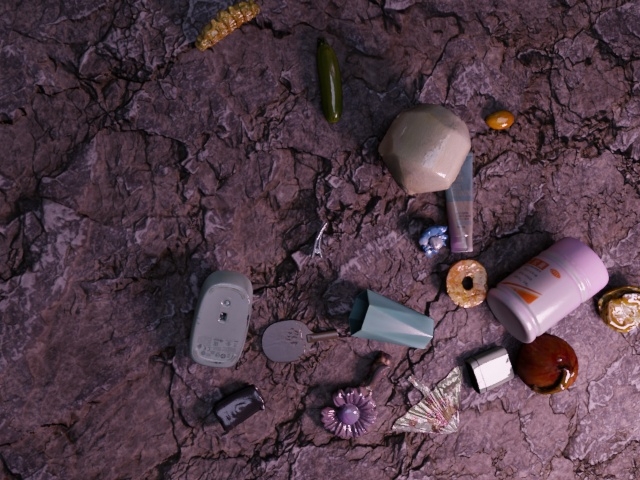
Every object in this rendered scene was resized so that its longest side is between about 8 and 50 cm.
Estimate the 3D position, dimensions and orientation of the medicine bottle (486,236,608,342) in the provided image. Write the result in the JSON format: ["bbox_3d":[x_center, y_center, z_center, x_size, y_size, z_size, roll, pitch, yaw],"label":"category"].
[{"bbox_3d":[0.703,0.152,1.759,0.316,0.202,0.202,-34,100,-8],"label":"medicine bottle"}]

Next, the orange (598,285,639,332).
[{"bbox_3d":[1.015,0.224,1.877,0.170,0.112,0.160,15,98,20],"label":"orange"}]

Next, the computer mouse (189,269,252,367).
[{"bbox_3d":[-0.284,0.222,1.612,0.159,0.097,0.288,10,104,-14],"label":"computer mouse"}]

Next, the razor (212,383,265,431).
[{"bbox_3d":[-0.239,0.490,1.662,0.148,0.054,0.090,-30,100,-9],"label":"razor"}]

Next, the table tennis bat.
[{"bbox_3d":[-0.062,0.300,1.705,0.234,0.022,0.131,-6,95,-9],"label":"table tennis bat"}]

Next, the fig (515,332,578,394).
[{"bbox_3d":[0.728,0.402,1.792,0.205,0.205,0.205,-1,95,-12],"label":"fig"}]

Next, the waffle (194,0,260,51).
[{"bbox_3d":[-0.254,-0.599,1.559,0.192,0.160,0.046,-39,96,-36],"label":"waffle"}]

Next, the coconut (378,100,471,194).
[{"bbox_3d":[0.294,-0.253,1.625,0.245,0.245,0.247,33,89,-12],"label":"coconut"}]

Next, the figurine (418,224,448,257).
[{"bbox_3d":[0.353,-0.006,1.734,0.114,0.079,0.114,-11,122,-19],"label":"figurine"}]

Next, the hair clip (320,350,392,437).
[{"bbox_3d":[0.129,0.478,1.731,0.173,0.069,0.300,35,87,-13],"label":"hair clip"}]

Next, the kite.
[{"bbox_3d":[0.367,0.533,1.815,0.323,0.013,0.268,-39,101,-7],"label":"kite"}]

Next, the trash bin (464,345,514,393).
[{"bbox_3d":[0.546,0.417,1.820,0.130,0.059,0.116,-21,99,-11],"label":"trash bin"}]

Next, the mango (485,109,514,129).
[{"bbox_3d":[0.563,-0.379,1.769,0.089,0.046,0.060,-3,93,1],"label":"mango"}]

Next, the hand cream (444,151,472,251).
[{"bbox_3d":[0.436,-0.121,1.752,0.111,0.070,0.312,-4,92,-9],"label":"hand cream"}]

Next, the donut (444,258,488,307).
[{"bbox_3d":[0.456,0.134,1.773,0.152,0.058,0.152,0,91,-6],"label":"donut"}]

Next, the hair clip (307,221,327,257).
[{"bbox_3d":[-0.001,0.000,1.689,0.039,0.030,0.115,17,93,-32],"label":"hair clip"}]

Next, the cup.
[{"bbox_3d":[0.216,0.252,1.707,0.235,0.148,0.134,21,64,-16],"label":"cup"}]

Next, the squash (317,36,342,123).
[{"bbox_3d":[0.028,-0.468,1.636,0.066,0.066,0.252,-9,96,-11],"label":"squash"}]
